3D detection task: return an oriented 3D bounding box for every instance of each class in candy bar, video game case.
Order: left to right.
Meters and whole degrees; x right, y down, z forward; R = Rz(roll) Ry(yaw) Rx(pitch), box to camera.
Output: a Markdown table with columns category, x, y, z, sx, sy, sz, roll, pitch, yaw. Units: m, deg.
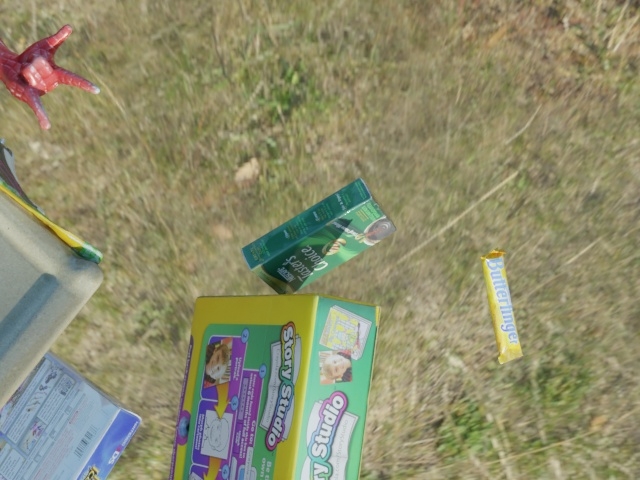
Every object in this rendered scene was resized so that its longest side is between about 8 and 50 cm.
| category | x | y | z | sx | sy | sz | roll | pitch | yaw |
| --- | --- | --- | --- | --- | --- | --- | --- | --- | --- |
| video game case | -0.425 | 0.324 | 1.762 | 0.244 | 0.061 | 0.270 | 27 | 81 | 41 |
| candy bar | 0.243 | 0.086 | 1.568 | 0.040 | 0.018 | 0.162 | -19 | 106 | -25 |

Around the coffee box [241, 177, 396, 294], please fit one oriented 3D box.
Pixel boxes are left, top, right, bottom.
| category | x | y | z | sx | sy | sz | roll | pitch | yaw |
| --- | --- | --- | --- | --- | --- | --- | --- | --- | --- |
| coffee box | 0.000 | 0.000 | 1.525 | 0.184 | 0.113 | 0.040 | -30 | 59 | 7 |

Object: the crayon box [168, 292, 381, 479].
| category | x | y | z | sx | sy | sz | roll | pitch | yaw |
| --- | --- | --- | --- | --- | --- | --- | --- | --- | --- |
| crayon box | -0.071 | 0.253 | 1.482 | 0.106 | 0.313 | 0.363 | 13 | 81 | -33 |

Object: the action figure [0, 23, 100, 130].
| category | x | y | z | sx | sy | sz | roll | pitch | yaw |
| --- | --- | --- | --- | --- | --- | --- | --- | --- | --- |
| action figure | -0.190 | -0.048 | 0.362 | 0.280 | 0.091 | 0.139 | -42 | 46 | -14 |

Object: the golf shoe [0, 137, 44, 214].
| category | x | y | z | sx | sy | sz | roll | pitch | yaw |
| --- | --- | --- | --- | --- | --- | --- | --- | --- | --- |
| golf shoe | -0.391 | -0.095 | 1.196 | 0.105 | 0.120 | 0.273 | -47 | 64 | 24 |

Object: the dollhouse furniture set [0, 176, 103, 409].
| category | x | y | z | sx | sy | sz | roll | pitch | yaw |
| --- | --- | --- | --- | --- | --- | --- | --- | --- | --- |
| dollhouse furniture set | -0.287 | 0.067 | 0.598 | 0.197 | 0.151 | 0.301 | 46 | 45 | -14 |
